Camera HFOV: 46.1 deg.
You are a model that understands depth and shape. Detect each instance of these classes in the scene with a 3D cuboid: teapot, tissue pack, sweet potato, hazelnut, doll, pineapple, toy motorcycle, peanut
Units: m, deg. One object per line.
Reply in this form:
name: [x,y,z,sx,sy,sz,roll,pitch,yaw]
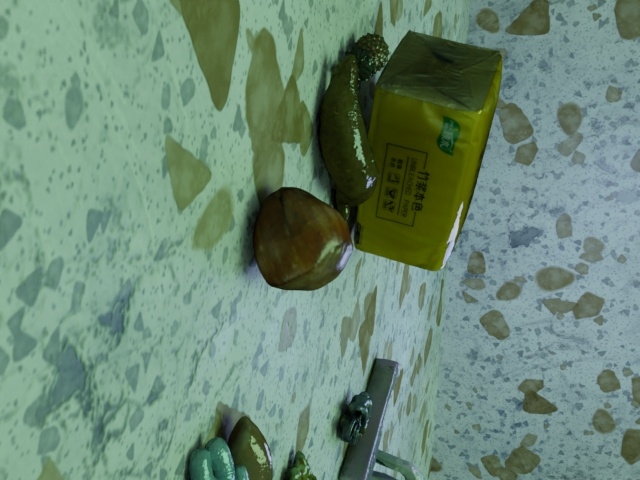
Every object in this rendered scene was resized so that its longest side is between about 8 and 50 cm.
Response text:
teapot: [0.171,0.655,1.929,0.163,0.178,0.221,55,45,-68]
tissue pack: [0.213,-0.180,1.516,0.293,0.228,0.382,-61,161,-49]
sweet potato: [0.048,-0.149,1.287,0.124,0.098,0.310,-95,178,-52]
hazelnut: [-0.033,0.000,1.055,0.150,0.150,0.150,8,90,-74]
doll: [-0.135,0.343,0.976,0.120,0.075,0.180,-24,100,-36]
pineapple: [0.072,-0.315,1.337,0.159,0.074,0.074,-55,149,-52]
toy motorcycle: [0.084,0.403,1.722,0.193,0.061,0.124,67,40,-70]
peanut: [-0.101,0.315,1.046,0.076,0.076,0.152,-45,135,-64]

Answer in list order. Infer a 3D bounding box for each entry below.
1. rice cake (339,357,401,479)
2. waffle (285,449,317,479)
rice cake: [0.127,0.455,1.880,0.064,0.070,0.399,76,26,-43]
waffle: [-0.044,0.512,1.359,0.223,0.054,0.204,81,24,-45]
